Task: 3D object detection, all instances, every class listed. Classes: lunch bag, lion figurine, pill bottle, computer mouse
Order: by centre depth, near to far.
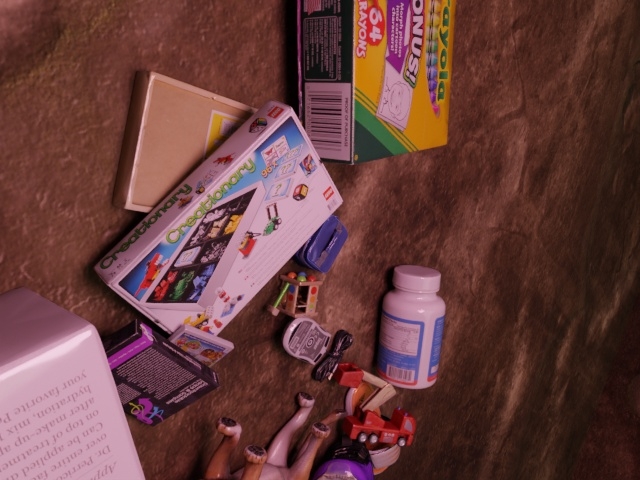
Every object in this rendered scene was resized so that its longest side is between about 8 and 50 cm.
[{"bbox_3d":[-0.104,0.388,0.865,0.392,0.142,0.240,9,102,-51],"label":"lion figurine"},{"bbox_3d":[0.000,0.000,0.909,0.067,0.065,0.098,43,71,-44],"label":"lunch bag"},{"bbox_3d":[-0.015,0.175,0.965,0.106,0.042,0.193,-58,140,-11],"label":"computer mouse"},{"bbox_3d":[0.180,0.166,1.101,0.124,0.124,0.221,-6,106,-45],"label":"pill bottle"}]

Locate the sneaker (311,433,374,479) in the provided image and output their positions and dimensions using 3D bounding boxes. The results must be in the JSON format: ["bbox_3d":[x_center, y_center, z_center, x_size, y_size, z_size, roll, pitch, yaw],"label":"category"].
[{"bbox_3d":[0.044,0.421,1.025,0.293,0.102,0.146,77,15,-53],"label":"sneaker"}]

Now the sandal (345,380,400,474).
[{"bbox_3d":[0.116,0.396,1.136,0.102,0.076,0.265,-40,127,-31],"label":"sandal"}]

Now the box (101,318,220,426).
[{"bbox_3d":[-0.223,0.174,0.714,0.116,0.029,0.162,-32,131,9],"label":"box"}]

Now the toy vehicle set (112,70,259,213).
[{"bbox_3d":[-0.136,-0.107,0.759,0.267,0.035,0.166,9,95,-47],"label":"toy vehicle set"}]

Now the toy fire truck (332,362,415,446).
[{"bbox_3d":[0.103,0.312,1.061,0.192,0.047,0.135,15,93,-22],"label":"toy fire truck"}]

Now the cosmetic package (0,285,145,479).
[{"bbox_3d":[-0.268,0.297,0.482,0.230,0.162,0.453,-26,116,-41],"label":"cosmetic package"}]

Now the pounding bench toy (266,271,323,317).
[{"bbox_3d":[-0.046,0.085,0.896,0.083,0.052,0.065,1,100,-46],"label":"pounding bench toy"}]

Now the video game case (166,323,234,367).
[{"bbox_3d":[-0.189,0.163,0.749,0.122,0.011,0.087,-40,135,16],"label":"video game case"}]

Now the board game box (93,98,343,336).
[{"bbox_3d":[-0.116,-0.012,0.741,0.305,0.053,0.193,-46,139,-13],"label":"board game box"}]

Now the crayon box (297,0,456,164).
[{"bbox_3d":[0.100,-0.318,0.864,0.313,0.106,0.362,-20,116,-50],"label":"crayon box"}]
